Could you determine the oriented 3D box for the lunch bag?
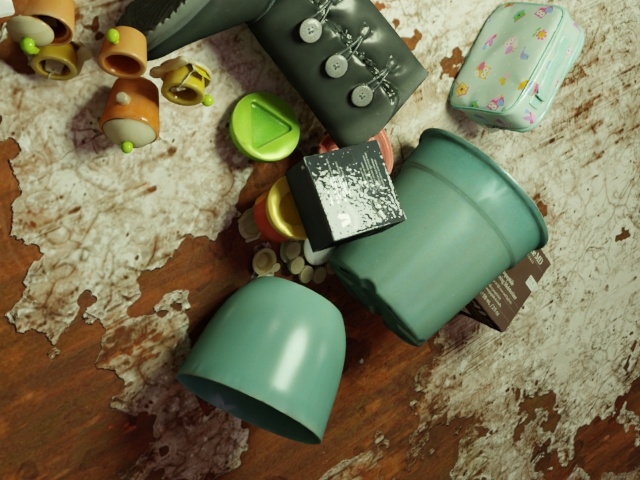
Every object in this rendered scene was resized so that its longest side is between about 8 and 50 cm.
[{"bbox_3d":[0.414,-0.359,1.886,0.108,0.224,0.279,31,85,-40],"label":"lunch bag"}]

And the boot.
[{"bbox_3d":[-0.071,-0.311,1.524,0.367,0.146,0.445,-37,133,11],"label":"boot"}]

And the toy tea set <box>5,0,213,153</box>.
[{"bbox_3d":[-0.331,-0.238,1.352,0.336,0.200,0.124,25,59,-41],"label":"toy tea set"}]

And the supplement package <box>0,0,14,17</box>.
[{"bbox_3d":[-0.538,-0.421,1.148,0.175,0.177,0.293,-24,118,-30],"label":"supplement package"}]

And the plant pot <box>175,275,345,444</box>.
[{"bbox_3d":[-0.087,0.209,1.670,0.293,0.293,0.235,43,62,-39],"label":"plant pot"}]

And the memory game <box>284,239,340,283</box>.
[{"bbox_3d":[0.000,0.000,1.816,0.186,0.012,0.186,-20,120,-39],"label":"memory game"}]

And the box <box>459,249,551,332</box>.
[{"bbox_3d":[0.379,0.064,2.045,0.203,0.167,0.168,-52,129,-11],"label":"box"}]

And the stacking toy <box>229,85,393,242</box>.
[{"bbox_3d":[-0.039,-0.159,1.700,0.309,0.130,0.280,-34,93,-29],"label":"stacking toy"}]

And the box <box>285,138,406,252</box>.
[{"bbox_3d":[0.044,-0.079,1.592,0.158,0.093,0.156,-16,84,-29],"label":"box"}]

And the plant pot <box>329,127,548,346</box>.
[{"bbox_3d":[0.218,0.011,1.811,0.334,0.341,0.341,-45,128,-8],"label":"plant pot"}]

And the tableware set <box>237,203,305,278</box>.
[{"bbox_3d":[-0.088,-0.007,1.751,0.141,0.020,0.169,-27,120,-28],"label":"tableware set"}]
